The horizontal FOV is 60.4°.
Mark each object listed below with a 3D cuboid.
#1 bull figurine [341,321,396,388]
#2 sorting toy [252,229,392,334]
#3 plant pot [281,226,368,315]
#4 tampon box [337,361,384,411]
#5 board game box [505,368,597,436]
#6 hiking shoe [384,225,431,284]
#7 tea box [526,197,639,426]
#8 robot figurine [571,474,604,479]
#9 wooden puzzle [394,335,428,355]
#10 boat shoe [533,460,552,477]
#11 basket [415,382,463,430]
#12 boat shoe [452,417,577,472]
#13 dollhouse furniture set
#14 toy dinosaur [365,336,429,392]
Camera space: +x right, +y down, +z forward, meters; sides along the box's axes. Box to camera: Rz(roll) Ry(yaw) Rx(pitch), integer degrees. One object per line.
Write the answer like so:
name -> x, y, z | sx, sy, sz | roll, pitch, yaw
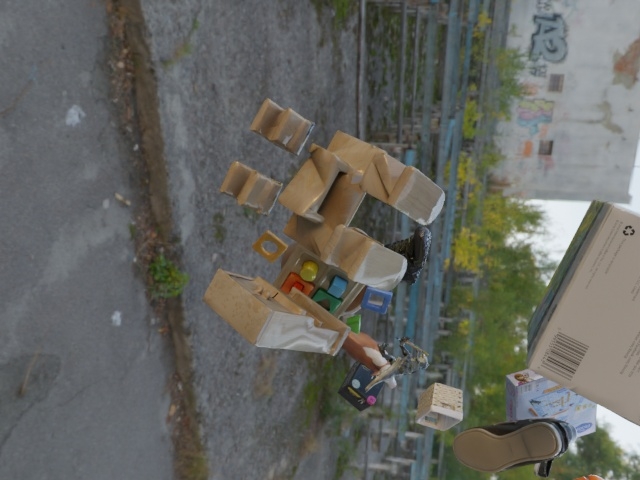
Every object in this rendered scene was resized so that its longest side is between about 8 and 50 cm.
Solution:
bull figurine -> 0.167, 0.401, 1.949 | 0.101, 0.310, 0.188 | -47, 154, -7
sorting toy -> -0.008, 0.106, 1.264 | 0.196, 0.347, 0.047 | -57, -173, 34
plant pot -> 0.007, 0.081, 1.677 | 0.263, 0.229, 0.263 | -8, 101, -46
tampon box -> 0.166, 0.546, 2.108 | 0.101, 0.120, 0.161 | -49, -178, 46
board game box -> 0.791, 0.559, 1.876 | 0.066, 0.318, 0.318 | -124, -157, -64
hiking shoe -> 0.219, 0.037, 1.449 | 0.227, 0.114, 0.086 | 97, 11, -53
tea box -> 0.569, 0.112, 1.057 | 0.329, 0.219, 0.323 | -68, 162, 13
robot figurine -> 0.855, 0.844, 1.790 | 0.128, 0.219, 0.158 | -62, 128, -78
wooden puzzle -> 0.324, 0.369, 1.942 | 0.014, 0.116, 0.078 | -62, -173, -4
boat shoe -> 0.690, 0.648, 1.660 | 0.049, 0.040, 0.142 | 45, 66, -32
basket -> 0.398, 0.557, 1.839 | 0.167, 0.113, 0.103 | 110, -3, -58
boat shoe -> 0.476, 0.506, 1.361 | 0.335, 0.095, 0.112 | -36, -121, 49
dollhouse furniture set -> 0.000, 0.000, 1.040 | 0.256, 0.362, 0.394 | 22, 98, -54
toy dinosaur -> 0.232, 0.358, 1.647 | 0.064, 0.268, 0.118 | -17, -95, 56
